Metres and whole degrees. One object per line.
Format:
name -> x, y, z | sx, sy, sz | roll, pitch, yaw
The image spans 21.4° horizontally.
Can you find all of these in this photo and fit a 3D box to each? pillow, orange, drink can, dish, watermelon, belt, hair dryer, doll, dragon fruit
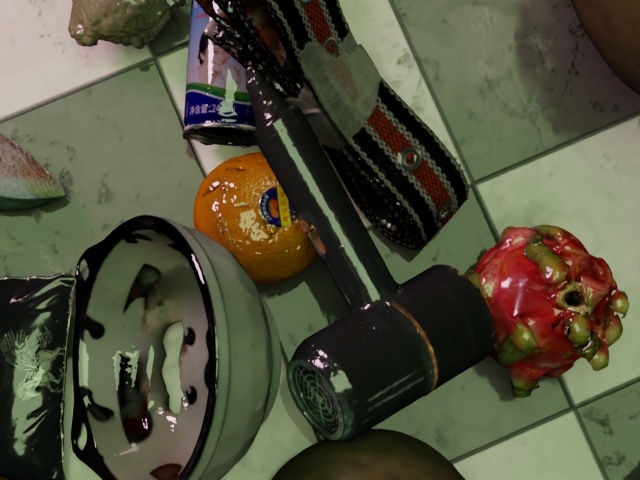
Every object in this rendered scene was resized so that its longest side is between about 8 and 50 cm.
pillow -> -0.311, 0.136, 1.670 | 0.141, 0.055, 0.208 | 0, 82, 8
orange -> -0.061, -0.022, 1.672 | 0.135, 0.117, 0.136 | 3, 82, -23
drink can -> -0.086, -0.216, 1.709 | 0.097, 0.097, 0.235 | 4, 81, -2
dish -> -0.126, 0.114, 1.606 | 0.120, 0.303, 0.303 | 2, 80, -34
watermelon -> -0.346, -0.074, 1.692 | 0.180, 0.081, 0.094 | 32, 65, -14
belt -> 0.017, -0.141, 1.640 | 0.359, 0.126, 0.094 | 50, 62, -22
hair dryer -> 0.000, 0.000, 1.589 | 0.189, 0.107, 0.352 | -29, 87, -29
doll -> -0.233, -0.331, 1.730 | 0.202, 0.091, 0.286 | -44, 76, 0
dragon fruit -> 0.217, 0.068, 1.643 | 0.160, 0.172, 0.166 | 0, 83, -3

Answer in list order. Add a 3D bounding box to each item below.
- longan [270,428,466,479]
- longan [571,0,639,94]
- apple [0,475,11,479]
longan -> 0.038, 0.300, 1.585 | 0.248, 0.248, 0.248 | 0, 82, -3
longan -> 0.417, -0.280, 1.625 | 0.361, 0.361, 0.361 | 0, 82, -3
apple -> -0.343, 0.297, 1.586 | 0.182, 0.182, 0.155 | 6, 98, -2
